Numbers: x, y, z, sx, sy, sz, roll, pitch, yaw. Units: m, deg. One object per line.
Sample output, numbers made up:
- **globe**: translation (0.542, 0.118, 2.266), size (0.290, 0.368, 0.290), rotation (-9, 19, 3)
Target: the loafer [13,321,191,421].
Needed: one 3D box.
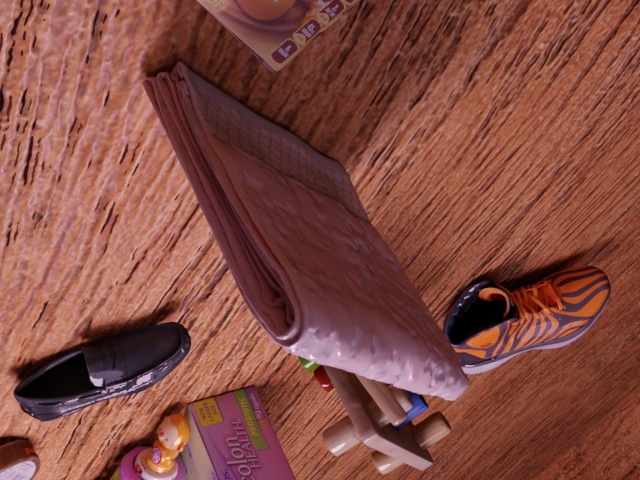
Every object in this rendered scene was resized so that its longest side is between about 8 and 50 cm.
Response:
- **loafer**: translation (-0.269, 0.160, 1.033), size (0.223, 0.076, 0.078), rotation (-23, 156, -3)

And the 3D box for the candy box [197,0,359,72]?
- **candy box**: translation (0.021, -0.293, 0.619), size (0.316, 0.088, 0.183), rotation (-38, 147, 14)

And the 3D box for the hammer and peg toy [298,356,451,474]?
- **hammer and peg toy**: translation (0.038, 0.181, 1.128), size (0.127, 0.266, 0.361), rotation (-34, 149, 8)

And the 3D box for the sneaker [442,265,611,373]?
- **sneaker**: translation (0.356, 0.119, 1.428), size (0.321, 0.125, 0.180), rotation (-29, 149, 0)

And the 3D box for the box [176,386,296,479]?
- **box**: translation (-0.141, 0.398, 1.339), size (0.117, 0.214, 0.243), rotation (-11, 143, -26)

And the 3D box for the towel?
- **towel**: translation (0.000, 0.000, 0.798), size (0.053, 0.317, 0.331), rotation (-39, 148, 16)

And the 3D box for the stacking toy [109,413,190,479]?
- **stacking toy**: translation (-0.271, 0.391, 1.311), size (0.165, 0.175, 0.302), rotation (3, 124, -39)

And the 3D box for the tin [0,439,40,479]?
- **tin**: translation (-0.471, 0.348, 1.133), size (0.189, 0.040, 0.106), rotation (-39, 154, -11)
